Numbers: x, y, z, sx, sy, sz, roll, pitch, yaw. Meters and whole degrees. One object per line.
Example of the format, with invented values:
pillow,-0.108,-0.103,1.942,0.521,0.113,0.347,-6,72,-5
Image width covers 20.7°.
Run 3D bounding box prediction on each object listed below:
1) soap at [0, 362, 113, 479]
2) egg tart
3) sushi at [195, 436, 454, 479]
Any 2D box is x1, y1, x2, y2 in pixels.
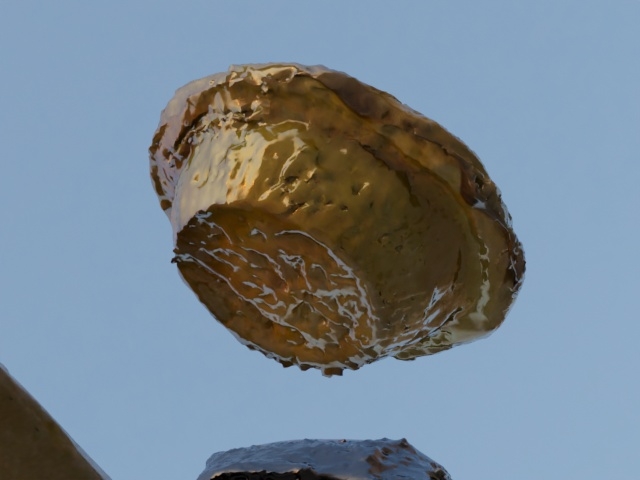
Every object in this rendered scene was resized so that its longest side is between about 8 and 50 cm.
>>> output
soap,-0.295,0.192,1.256,0.335,0.156,0.293,48,-42,-13
egg tart,0.000,0.000,1.209,0.288,0.118,0.288,18,-41,17
sushi,0.004,0.234,1.469,0.225,0.126,0.136,6,-80,14
